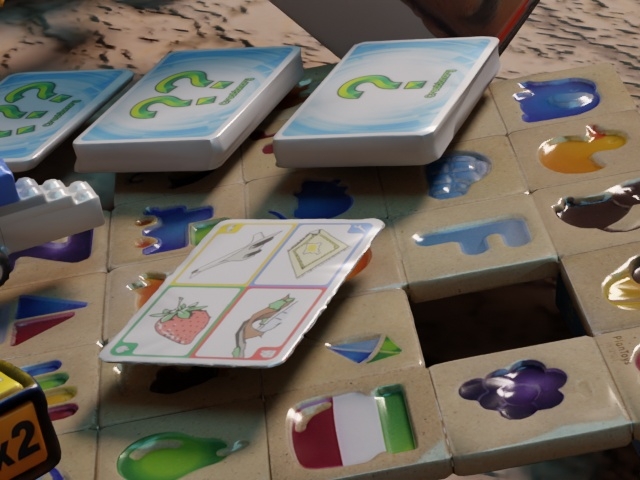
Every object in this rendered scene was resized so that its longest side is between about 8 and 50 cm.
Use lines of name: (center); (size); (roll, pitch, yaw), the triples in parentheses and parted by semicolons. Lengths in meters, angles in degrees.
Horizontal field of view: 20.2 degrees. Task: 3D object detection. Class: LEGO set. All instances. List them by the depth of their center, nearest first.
LEGO set: (-0.072, -0.018, 0.482); (0.182, 0.060, 0.244); (0, 27, 24)

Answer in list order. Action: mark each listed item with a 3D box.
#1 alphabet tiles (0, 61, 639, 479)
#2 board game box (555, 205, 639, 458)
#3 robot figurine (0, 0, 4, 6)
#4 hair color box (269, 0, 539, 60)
alphabet tiles: (0.000, 0.000, 0.494); (0.198, 0.009, 0.237); (-11, 27, 1)
board game box: (0.182, 0.035, 0.454); (0.211, 0.039, 0.160); (-1, 27, -8)
robot figurine: (-0.126, -0.156, 0.743); (0.211, 0.085, 0.291); (20, 31, 30)
hair color box: (0.006, -0.129, 0.621); (0.167, 0.093, 0.053); (39, 36, 4)
